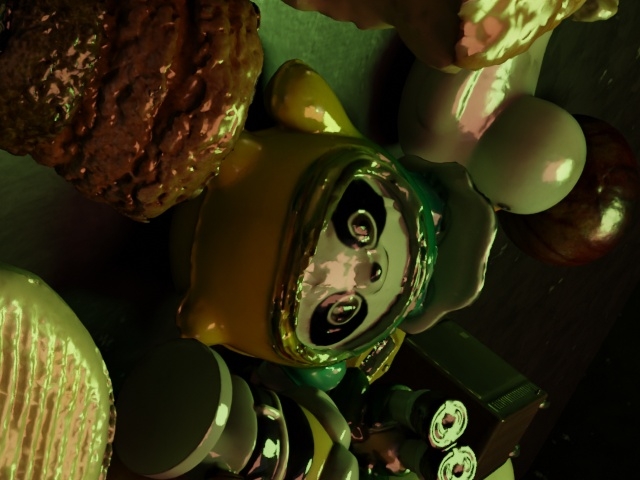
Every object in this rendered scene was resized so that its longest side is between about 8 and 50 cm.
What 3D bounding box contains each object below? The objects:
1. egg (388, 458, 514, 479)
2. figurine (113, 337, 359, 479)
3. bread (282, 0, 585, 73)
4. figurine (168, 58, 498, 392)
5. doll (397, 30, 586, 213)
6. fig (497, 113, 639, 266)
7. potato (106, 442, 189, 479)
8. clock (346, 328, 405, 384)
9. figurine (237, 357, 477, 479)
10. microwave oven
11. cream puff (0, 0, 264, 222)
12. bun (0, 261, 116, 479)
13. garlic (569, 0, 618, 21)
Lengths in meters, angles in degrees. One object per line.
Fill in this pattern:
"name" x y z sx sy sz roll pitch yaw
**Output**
"egg" 0.231 0.465 1.838 0.283 0.283 0.345 -64 165 22
"figurine" -0.059 0.194 0.855 0.133 0.176 0.236 -29 140 21
"bread" 0.107 -0.351 0.574 0.390 0.279 0.371 -38 149 -28
"figurine" 0.000 0.000 0.931 0.340 0.231 0.324 4 102 -49
"doll" 0.209 -0.143 1.088 0.221 0.221 0.251 -12 124 -55
"fig" 0.374 -0.075 1.467 0.214 0.235 0.235 43 84 -27
"potato" -0.172 0.301 0.965 0.359 0.219 0.270 9 76 -65
"clock" 0.068 0.160 1.422 0.237 0.057 0.237 -40 151 -28
"figurine" 0.016 0.217 1.123 0.167 0.370 0.281 -22 102 -41
"microwave oven" 0.218 0.270 1.606 0.178 0.247 0.188 -16 135 -48
"cream puff" -0.150 -0.112 0.587 0.169 0.183 0.183 14 112 -42
"bun" -0.283 0.143 0.673 0.287 0.146 0.287 -18 114 -47
"garlic" 0.392 -0.423 1.151 0.279 0.132 0.325 -26 150 -58
